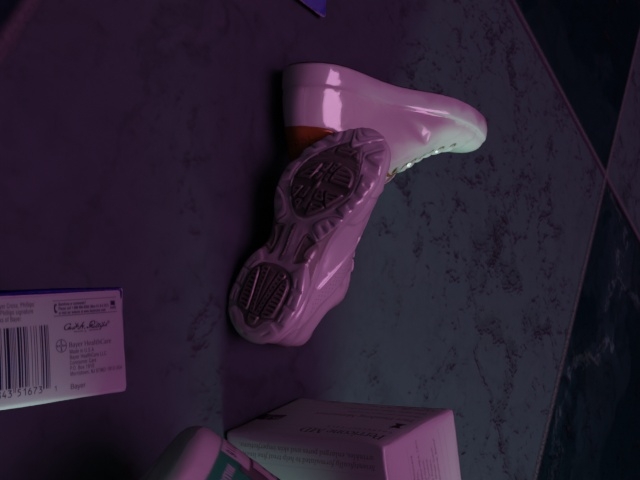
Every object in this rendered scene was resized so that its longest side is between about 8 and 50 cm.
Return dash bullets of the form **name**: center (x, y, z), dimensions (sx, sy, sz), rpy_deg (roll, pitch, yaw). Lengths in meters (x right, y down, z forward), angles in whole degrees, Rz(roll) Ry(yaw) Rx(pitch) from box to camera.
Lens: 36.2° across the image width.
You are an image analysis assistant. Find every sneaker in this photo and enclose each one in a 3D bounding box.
- **sneaker**: center (0.000, 0.000, 0.951), dimensions (0.232, 0.090, 0.115), rpy_deg (-58, 152, -3)
- **sneaker**: center (0.069, -0.103, 1.057), dimensions (0.290, 0.106, 0.123), rpy_deg (6, 85, -41)

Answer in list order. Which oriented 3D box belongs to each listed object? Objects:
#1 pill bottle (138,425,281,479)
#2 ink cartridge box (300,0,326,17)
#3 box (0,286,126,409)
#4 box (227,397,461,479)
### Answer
- **pill bottle**: center (-0.007, 0.316, 0.712), dimensions (0.361, 0.204, 0.204), rpy_deg (37, 53, -6)
- **ink cartridge box**: center (-0.051, -0.434, 0.942), dimensions (0.330, 0.071, 0.324), rpy_deg (22, 70, -48)
- **box**: center (-0.217, 0.068, 0.630), dimensions (0.126, 0.137, 0.072), rpy_deg (1, 86, -53)
- **box**: center (0.027, 0.250, 0.902), dimensions (0.119, 0.181, 0.181), rpy_deg (-15, 100, -53)
